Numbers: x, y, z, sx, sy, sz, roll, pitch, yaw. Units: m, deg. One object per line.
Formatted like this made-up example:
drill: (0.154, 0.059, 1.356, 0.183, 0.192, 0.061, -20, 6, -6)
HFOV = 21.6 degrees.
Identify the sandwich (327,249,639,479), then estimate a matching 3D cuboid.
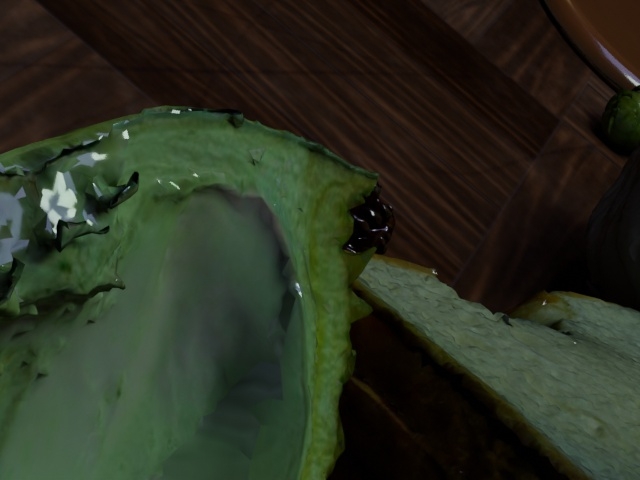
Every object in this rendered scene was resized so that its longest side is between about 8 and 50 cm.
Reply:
sandwich: (0.119, 0.099, 0.765, 0.273, 0.095, 0.249, 10, 23, -40)

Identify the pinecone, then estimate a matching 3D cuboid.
pinecone: (0.000, 0.000, 0.845, 0.077, 0.083, 0.077, 29, -10, 6)

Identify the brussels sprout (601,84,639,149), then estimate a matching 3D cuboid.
brussels sprout: (0.237, -0.094, 1.227, 0.051, 0.046, 0.083, 6, 21, 25)

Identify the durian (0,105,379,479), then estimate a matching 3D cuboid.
durian: (-0.122, 0.088, 0.499, 0.394, 0.198, 0.163, -17, 57, -40)

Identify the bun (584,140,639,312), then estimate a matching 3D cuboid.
bun: (0.274, 0.024, 0.949, 0.281, 0.281, 0.205, 44, 52, 5)

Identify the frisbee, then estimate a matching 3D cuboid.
frisbee: (0.277, -0.167, 1.384, 0.251, 0.021, 0.251, 26, 34, -19)
